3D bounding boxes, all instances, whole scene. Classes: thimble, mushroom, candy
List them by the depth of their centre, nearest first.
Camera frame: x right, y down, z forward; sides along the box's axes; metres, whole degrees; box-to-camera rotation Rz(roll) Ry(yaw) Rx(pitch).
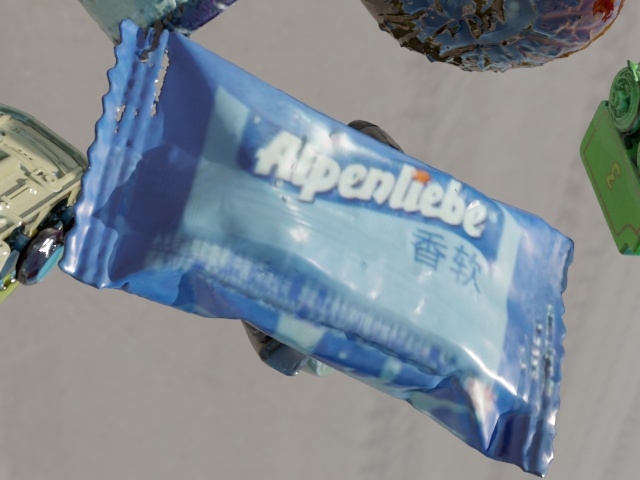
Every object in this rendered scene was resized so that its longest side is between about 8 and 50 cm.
[{"bbox_3d":[0.010,0.005,1.034,0.077,0.331,0.187,-39,-148,51],"label":"candy"},{"bbox_3d":[0.157,-0.282,1.661,0.163,0.297,0.278,-83,-161,-48],"label":"mushroom"},{"bbox_3d":[-0.170,-0.323,2.013,0.237,0.150,0.237,-32,-158,14],"label":"thimble"}]

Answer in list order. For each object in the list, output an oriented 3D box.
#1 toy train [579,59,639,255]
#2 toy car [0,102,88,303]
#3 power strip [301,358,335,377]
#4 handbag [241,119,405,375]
[{"bbox_3d":[0.402,-0.091,2.041,0.132,0.243,0.188,2,135,-17],"label":"toy train"},{"bbox_3d":[-0.337,-0.002,1.617,0.198,0.204,0.248,-57,174,30],"label":"toy car"},{"bbox_3d":[0.042,0.059,2.139,0.253,0.054,0.167,-59,166,-15],"label":"power strip"},{"bbox_3d":[0.000,0.000,1.980,0.088,0.244,0.275,36,101,-27],"label":"handbag"}]
